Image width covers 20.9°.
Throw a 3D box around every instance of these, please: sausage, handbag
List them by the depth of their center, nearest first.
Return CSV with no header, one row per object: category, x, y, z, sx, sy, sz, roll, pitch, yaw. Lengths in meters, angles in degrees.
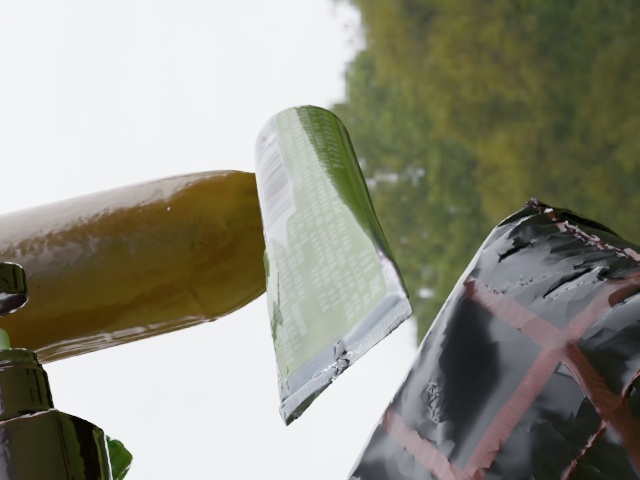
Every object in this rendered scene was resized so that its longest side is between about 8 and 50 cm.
handbag,0.124,0.102,0.864,0.215,0.155,0.169,-59,26,4
sausage,-0.138,0.017,1.223,0.112,0.328,0.112,-14,-90,-88

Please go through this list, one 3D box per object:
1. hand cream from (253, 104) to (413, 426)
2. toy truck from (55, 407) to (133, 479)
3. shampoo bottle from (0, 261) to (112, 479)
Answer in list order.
hand cream,0.000,0.000,0.908,0.055,0.086,0.235,36,-159,-26
toy truck,-0.231,0.183,1.142,0.210,0.148,0.187,-59,-5,38
shampoo bottle,-0.111,0.121,0.666,0.068,0.067,0.236,44,-151,-66
